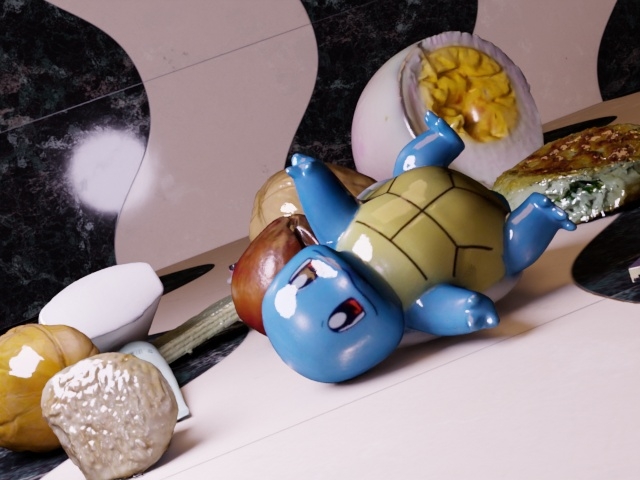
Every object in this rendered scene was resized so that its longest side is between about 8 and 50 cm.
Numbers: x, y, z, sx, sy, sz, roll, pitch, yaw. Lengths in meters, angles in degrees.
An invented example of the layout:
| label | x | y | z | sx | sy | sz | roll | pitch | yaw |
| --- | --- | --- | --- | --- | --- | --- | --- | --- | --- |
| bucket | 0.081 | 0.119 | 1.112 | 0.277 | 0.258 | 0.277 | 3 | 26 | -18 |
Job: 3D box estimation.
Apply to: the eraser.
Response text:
| label | x | y | z | sx | sy | sz | roll | pitch | yaw |
| --- | --- | --- | --- | --- | --- | --- | --- | --- | --- |
| eraser | -0.334 | 0.139 | 1.413 | 0.174 | 0.095 | 0.270 | -26 | -15 | -26 |

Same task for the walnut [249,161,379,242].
| label | x | y | z | sx | sy | sz | roll | pitch | yaw |
| --- | --- | --- | --- | --- | --- | --- | --- | --- | --- |
| walnut | 0.010 | -0.024 | 1.559 | 0.261 | 0.225 | 0.225 | 16 | -16 | -33 |

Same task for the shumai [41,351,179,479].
| label | x | y | z | sx | sy | sz | roll | pitch | yaw |
| --- | --- | --- | --- | --- | --- | --- | --- | --- | --- |
| shumai | -0.205 | 0.186 | 0.990 | 0.145 | 0.145 | 0.116 | -20 | -16 | 4 |

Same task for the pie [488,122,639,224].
| label | x | y | z | sx | sy | sz | roll | pitch | yaw |
| --- | --- | --- | --- | --- | --- | --- | --- | --- | --- |
| pie | 0.409 | -0.099 | 1.498 | 0.355 | 0.103 | 0.288 | -13 | 15 | 37 |

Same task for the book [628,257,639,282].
| label | x | y | z | sx | sy | sz | roll | pitch | yaw |
| --- | --- | --- | --- | --- | --- | --- | --- | --- | --- |
| book | 0.439 | -0.015 | 0.979 | 0.157 | 0.026 | 0.231 | -15 | 8 | 45 |

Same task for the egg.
| label | x | y | z | sx | sy | sz | roll | pitch | yaw |
| --- | --- | --- | --- | --- | --- | --- | --- | --- | --- |
| egg | 0.214 | -0.190 | 1.891 | 0.354 | 0.354 | 0.340 | -24 | -7 | -34 |

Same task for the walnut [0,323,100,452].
| label | x | y | z | sx | sy | sz | roll | pitch | yaw |
| --- | --- | --- | --- | --- | --- | --- | --- | --- | --- |
| walnut | -0.354 | 0.184 | 1.177 | 0.167 | 0.167 | 0.207 | -25 | 6 | -41 |

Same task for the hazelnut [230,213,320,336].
| label | x | y | z | sx | sy | sz | roll | pitch | yaw |
| --- | --- | --- | --- | --- | --- | --- | --- | --- | --- |
| hazelnut | -0.029 | 0.046 | 1.316 | 0.204 | 0.178 | 0.178 | -14 | 2 | -30 |

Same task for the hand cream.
| label | x | y | z | sx | sy | sz | roll | pitch | yaw |
| --- | --- | --- | --- | --- | --- | --- | --- | --- | --- |
| hand cream | -0.236 | 0.195 | 1.229 | 0.109 | 0.067 | 0.321 | -22 | 11 | -9 |

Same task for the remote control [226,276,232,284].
| label | x | y | z | sx | sy | sz | roll | pitch | yaw |
| --- | --- | --- | --- | --- | --- | --- | --- | --- | --- |
| remote control | -0.085 | 0.059 | 1.832 | 0.229 | 0.044 | 0.073 | -23 | -14 | 38 |

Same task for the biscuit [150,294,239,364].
| label | x | y | z | sx | sy | sz | roll | pitch | yaw |
| --- | --- | --- | --- | --- | --- | --- | --- | --- | --- |
| biscuit | -0.197 | 0.144 | 1.488 | 0.199 | 0.040 | 0.121 | -32 | 8 | -24 |

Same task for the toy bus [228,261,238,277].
| label | x | y | z | sx | sy | sz | roll | pitch | yaw |
| --- | --- | --- | --- | --- | --- | --- | --- | --- | --- |
| toy bus | -0.128 | 0.054 | 2.002 | 0.090 | 0.063 | 0.203 | -24 | 0 | -26 |

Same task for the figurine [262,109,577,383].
| label | x | y | z | sx | sy | sz | roll | pitch | yaw |
| --- | --- | --- | --- | --- | --- | --- | --- | --- | --- |
| figurine | 0.112 | -0.003 | 1.069 | 0.416 | 0.298 | 0.243 | -23 | -28 | -45 |
